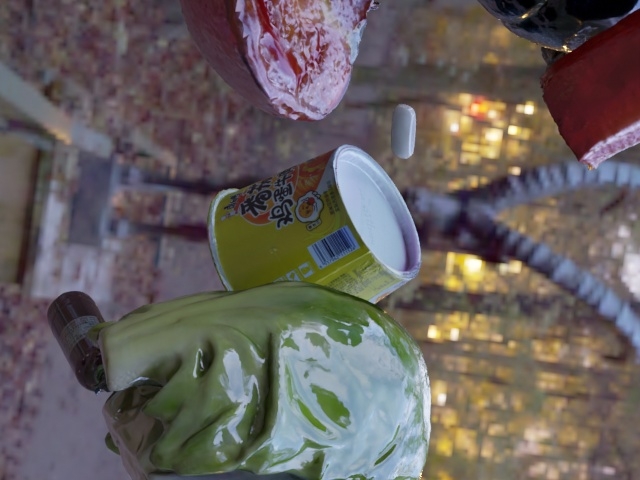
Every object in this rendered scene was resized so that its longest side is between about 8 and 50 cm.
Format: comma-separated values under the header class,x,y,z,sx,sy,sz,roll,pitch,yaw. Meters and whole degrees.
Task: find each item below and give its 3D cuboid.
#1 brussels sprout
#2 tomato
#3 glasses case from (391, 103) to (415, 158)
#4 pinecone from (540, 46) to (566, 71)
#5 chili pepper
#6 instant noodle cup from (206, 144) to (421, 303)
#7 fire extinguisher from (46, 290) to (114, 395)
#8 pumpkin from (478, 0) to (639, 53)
class,x,y,z,sx,sy,sz,roll,pitch,yaw
brussels sprout,-0.049,0.213,1.691,0.342,0.361,0.425,46,-23,40
tomato,-0.080,-0.297,1.748,0.309,0.170,0.308,4,84,-50
glasses case,0.115,-0.152,1.992,0.021,0.032,0.083,-42,143,-42
pinecone,0.409,-0.309,1.947,0.243,0.257,0.243,-19,90,-77
chili pepper,0.390,-0.196,1.432,0.131,0.338,0.134,66,15,7
instant noodle cup,0.000,0.000,1.953,0.264,0.200,0.264,43,29,-32
fire extinguisher,-0.290,0.138,1.890,0.071,0.099,0.231,58,-9,-33
pumpkin,0.312,-0.385,1.595,0.266,0.364,0.363,-110,-154,-79
